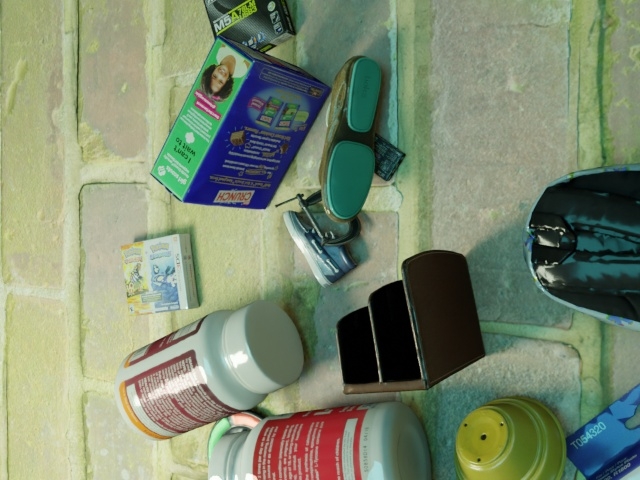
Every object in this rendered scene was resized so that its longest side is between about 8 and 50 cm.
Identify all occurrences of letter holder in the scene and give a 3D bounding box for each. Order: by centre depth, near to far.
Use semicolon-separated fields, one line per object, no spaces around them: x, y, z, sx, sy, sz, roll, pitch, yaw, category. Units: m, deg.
0.159;0.132;1.158;0.152;0.302;0.214;-11;86;30;letter holder

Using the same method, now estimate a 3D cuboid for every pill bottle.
-0.007;0.452;1.292;0.408;0.229;0.228;-14;84;25;pill bottle
-0.245;0.285;1.443;0.392;0.224;0.224;-27;78;29;pill bottle

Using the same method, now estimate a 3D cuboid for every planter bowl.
0.304;0.356;1.137;0.217;0.090;0.217;-31;38;28;planter bowl

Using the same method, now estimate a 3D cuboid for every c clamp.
0.003;-0.047;1.369;0.137;0.022;0.160;-31;65;-12;c clamp

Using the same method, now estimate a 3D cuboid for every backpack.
0.496;0.012;1.011;0.356;0.273;0.289;3;96;8;backpack

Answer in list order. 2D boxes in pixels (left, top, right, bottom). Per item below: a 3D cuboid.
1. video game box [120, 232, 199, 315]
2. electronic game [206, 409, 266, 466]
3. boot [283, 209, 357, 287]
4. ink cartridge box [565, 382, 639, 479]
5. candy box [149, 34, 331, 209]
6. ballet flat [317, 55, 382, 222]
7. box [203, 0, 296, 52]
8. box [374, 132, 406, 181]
-0.404;0.088;1.632;0.205;0.048;0.186;-10;84;30;video game box
-0.170;0.504;1.505;0.229;0.048;0.229;1;92;31;electronic game
0.000;0.000;1.392;0.086;0.069;0.190;-34;78;13;boot
0.609;0.381;1.041;0.330;0.071;0.324;49;114;18;ink cartridge box
-0.161;-0.227;1.354;0.122;0.268;0.317;39;109;27;candy box
0.046;-0.201;1.320;0.124;0.116;0.342;-2;81;62;ballet flat
-0.163;-0.508;1.477;0.191;0.045;0.184;-20;84;28;box
0.123;-0.171;1.334;0.083;0.018;0.067;39;110;23;box
